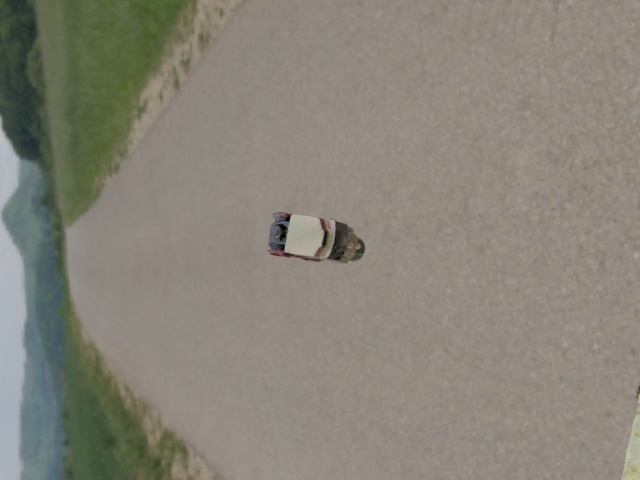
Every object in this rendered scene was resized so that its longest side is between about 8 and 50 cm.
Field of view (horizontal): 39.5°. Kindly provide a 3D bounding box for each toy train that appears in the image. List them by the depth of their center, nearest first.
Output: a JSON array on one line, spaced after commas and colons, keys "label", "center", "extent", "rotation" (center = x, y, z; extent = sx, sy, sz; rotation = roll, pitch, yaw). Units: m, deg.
[{"label": "toy train", "center": [0.000, 0.000, 0.981], "extent": [0.138, 0.087, 0.050], "rotation": [13, -95, -64]}]

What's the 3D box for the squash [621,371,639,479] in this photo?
[{"label": "squash", "center": [0.444, 0.284, 1.174], "extent": [0.093, 0.252, 0.169], "rotation": [1, 115, 40]}]
